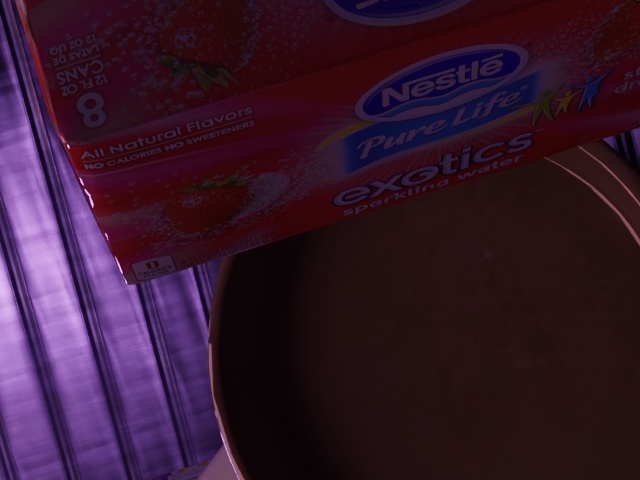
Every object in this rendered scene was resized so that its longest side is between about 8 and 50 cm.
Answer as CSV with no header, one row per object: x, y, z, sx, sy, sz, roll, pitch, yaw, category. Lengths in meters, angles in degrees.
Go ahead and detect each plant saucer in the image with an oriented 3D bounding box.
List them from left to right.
0.069,0.061,0.777,0.041,0.278,0.278,-3,-108,-63,plant saucer

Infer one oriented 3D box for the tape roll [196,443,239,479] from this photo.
0.062,0.165,0.944,0.246,0.169,0.246,35,-171,-6,tape roll

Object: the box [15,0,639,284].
0.023,-0.093,0.554,0.128,0.257,0.123,84,168,-67,box

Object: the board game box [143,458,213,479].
-0.104,0.395,1.731,0.275,0.142,0.144,-117,13,-56,board game box
